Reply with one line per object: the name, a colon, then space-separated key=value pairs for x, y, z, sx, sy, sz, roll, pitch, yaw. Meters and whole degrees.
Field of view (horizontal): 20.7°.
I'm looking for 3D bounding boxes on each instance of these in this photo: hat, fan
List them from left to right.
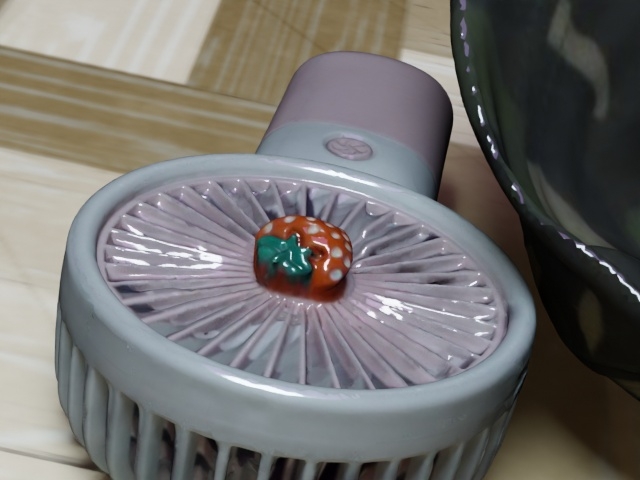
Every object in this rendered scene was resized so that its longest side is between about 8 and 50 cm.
fan: x=0.000 y=0.000 z=0.536 sx=0.130 sy=0.074 sz=0.244 roll=13 pitch=29 yaw=2
hat: x=0.225 y=-0.013 z=0.611 sx=0.366 sy=0.257 sz=0.381 roll=28 pitch=-5 yaw=24
